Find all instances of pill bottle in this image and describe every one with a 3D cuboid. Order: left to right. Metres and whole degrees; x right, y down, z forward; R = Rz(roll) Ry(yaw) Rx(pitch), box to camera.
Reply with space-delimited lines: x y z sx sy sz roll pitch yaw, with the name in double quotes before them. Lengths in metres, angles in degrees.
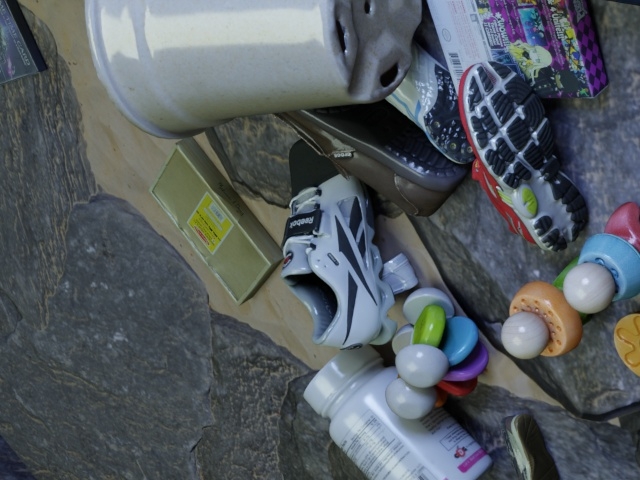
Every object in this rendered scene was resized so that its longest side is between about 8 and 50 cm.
"pill bottle" 0.116 0.298 1.959 0.283 0.160 0.160 46 143 16

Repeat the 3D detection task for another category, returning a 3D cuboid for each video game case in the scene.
"video game case" -0.639 -0.396 2.431 0.274 0.026 0.196 -5 113 50
"video game case" 0.217 -0.277 1.489 0.210 0.042 0.232 7 126 48

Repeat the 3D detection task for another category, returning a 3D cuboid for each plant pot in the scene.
"plant pot" -0.060 -0.282 1.527 0.306 0.334 0.333 6 122 33

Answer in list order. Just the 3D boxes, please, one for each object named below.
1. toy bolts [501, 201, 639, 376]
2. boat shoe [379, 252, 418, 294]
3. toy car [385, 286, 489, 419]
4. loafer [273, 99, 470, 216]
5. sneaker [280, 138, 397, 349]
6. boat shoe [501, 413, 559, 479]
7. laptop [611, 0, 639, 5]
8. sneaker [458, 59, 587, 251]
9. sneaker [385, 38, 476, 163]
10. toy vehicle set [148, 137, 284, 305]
"toy bolts" 0.345 0.092 1.535 0.218 0.158 0.228 42 142 20
"boat shoe" 0.086 0.079 1.919 0.184 0.066 0.063 -37 86 45
"toy car" 0.174 0.171 1.832 0.136 0.159 0.182 13 135 0
"loafer" 0.034 -0.144 1.740 0.366 0.134 0.130 38 140 24
"sneaker" 0.000 0.000 1.835 0.122 0.146 0.330 -34 70 47
"boat shoe" 0.307 0.324 1.852 0.049 0.056 0.152 -6 102 57
"laptop" 0.242 -0.389 1.218 0.234 0.136 0.264 9 133 0
"sneaker" 0.223 -0.098 1.553 0.118 0.107 0.279 21 146 54
"sneaker" 0.127 -0.197 1.650 0.237 0.085 0.086 50 170 4
"toy vehicle set" -0.182 -0.031 2.163 0.267 0.035 0.166 52 144 7
